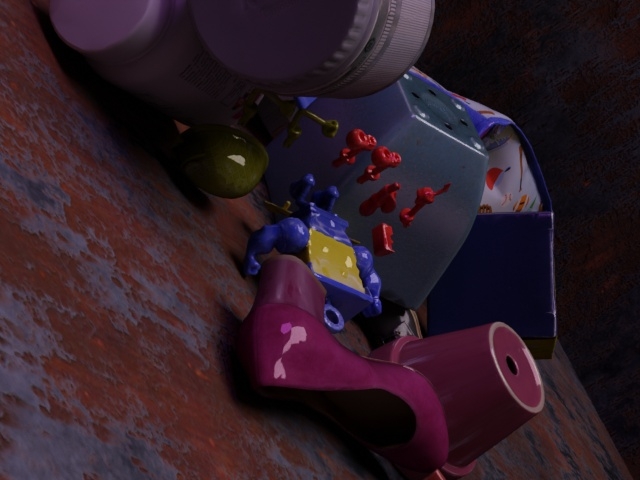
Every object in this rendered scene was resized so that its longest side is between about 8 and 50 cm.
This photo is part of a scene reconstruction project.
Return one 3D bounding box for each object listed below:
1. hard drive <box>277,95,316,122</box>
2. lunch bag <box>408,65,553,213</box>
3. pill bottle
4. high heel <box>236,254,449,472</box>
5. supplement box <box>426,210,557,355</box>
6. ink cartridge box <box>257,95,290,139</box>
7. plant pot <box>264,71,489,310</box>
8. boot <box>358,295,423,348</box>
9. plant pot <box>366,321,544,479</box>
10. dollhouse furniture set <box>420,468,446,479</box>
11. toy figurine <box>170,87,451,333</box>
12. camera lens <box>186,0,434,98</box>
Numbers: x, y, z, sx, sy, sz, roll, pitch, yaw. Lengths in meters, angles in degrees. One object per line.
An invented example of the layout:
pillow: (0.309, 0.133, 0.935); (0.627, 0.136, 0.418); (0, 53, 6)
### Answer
hard drive: (-0.042, -0.303, 1.918); (0.318, 0.040, 0.210); (64, 25, -53)
lunch bag: (0.209, -0.157, 2.266); (0.328, 0.239, 0.385); (37, -14, 32)
pill bottle: (-0.183, -0.240, 1.477); (0.160, 0.160, 0.283); (62, 14, 20)
high heel: (0.029, 0.196, 1.404); (0.377, 0.127, 0.181); (46, 33, -30)
supplement box: (0.281, 0.083, 2.033); (0.356, 0.195, 0.194); (50, 40, -76)
ink cartridge box: (-0.015, -0.165, 2.123); (0.238, 0.060, 0.275); (60, 14, 18)
plant pot: (0.095, -0.101, 1.808); (0.247, 0.252, 0.247); (25, 29, -28)
boot: (0.107, 0.155, 1.809); (0.198, 0.077, 0.137); (54, 19, -10)
plant pot: (0.182, 0.200, 1.644); (0.201, 0.180, 0.201); (41, 34, -35)
dollhouse furniture set: (0.234, 0.394, 1.522); (0.374, 0.152, 0.201); (48, 16, -33)
toy figurine: (0.000, 0.000, 1.514); (0.363, 0.191, 0.217); (26, 48, -40)
camera lens: (-0.004, -0.270, 1.416); (0.219, 0.219, 0.274); (59, 20, 6)
